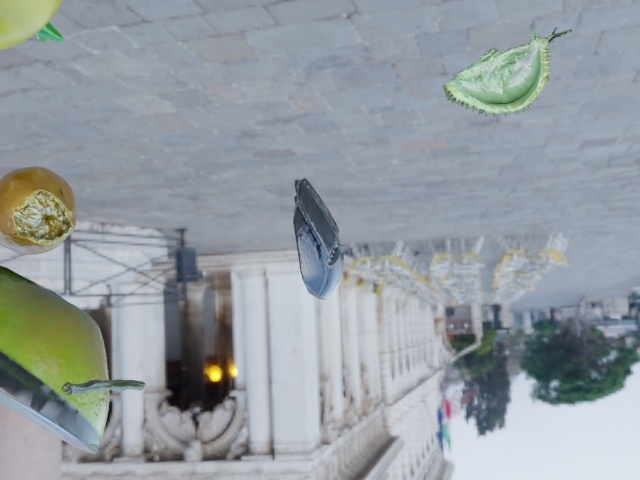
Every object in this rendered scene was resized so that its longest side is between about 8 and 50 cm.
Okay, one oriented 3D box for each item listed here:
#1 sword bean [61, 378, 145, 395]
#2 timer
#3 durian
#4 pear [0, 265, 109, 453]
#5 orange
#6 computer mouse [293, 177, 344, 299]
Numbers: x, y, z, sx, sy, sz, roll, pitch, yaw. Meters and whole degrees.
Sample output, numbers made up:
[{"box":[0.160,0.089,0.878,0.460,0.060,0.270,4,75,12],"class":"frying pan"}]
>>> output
[{"box":[-0.174,0.118,0.606,0.012,0.012,0.083,-6,170,30],"class":"sword bean"},{"box":[-0.544,-0.430,1.287,0.286,0.285,0.285,-2,173,0],"class":"timer"},{"box":[0.282,-0.244,1.124,0.215,0.086,0.100,-27,137,-9],"class":"durian"},{"box":[-0.467,0.153,1.147,0.399,0.165,0.398,24,155,12],"class":"pear"},{"box":[-0.489,-0.049,1.283,0.134,0.154,0.155,23,-177,21],"class":"orange"},{"box":[0.000,0.000,1.129,0.062,0.192,0.106,-6,-164,12],"class":"computer mouse"}]
